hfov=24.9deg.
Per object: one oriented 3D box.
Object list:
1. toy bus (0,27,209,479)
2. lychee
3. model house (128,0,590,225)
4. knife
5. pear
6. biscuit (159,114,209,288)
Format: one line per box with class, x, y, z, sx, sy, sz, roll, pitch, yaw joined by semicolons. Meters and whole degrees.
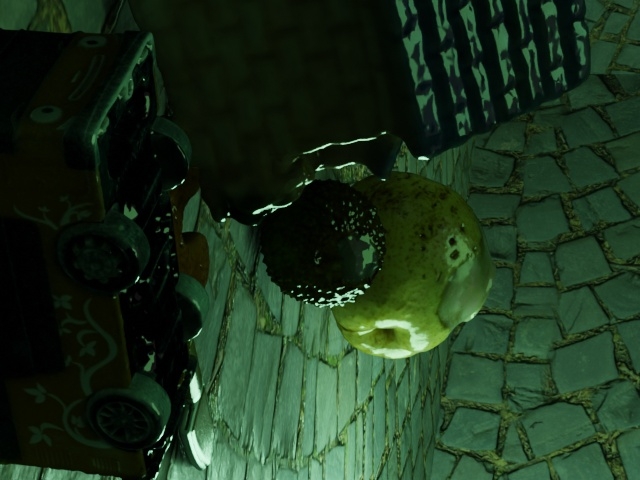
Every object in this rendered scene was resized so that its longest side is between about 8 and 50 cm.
toy bus;-0.169;0.009;0.913;0.138;0.167;0.275;-73;165;-51
lychee;0.000;0.000;1.746;0.171;0.171;0.171;2;90;-78
model house;0.073;-0.286;1.352;0.445;0.400;0.395;-70;147;-59
knife;-0.125;0.157;1.363;0.343;0.027;0.061;90;11;-66
pear;0.114;0.037;2.115;0.271;0.271;0.271;2;90;-78
biscuit;-0.159;0.016;1.242;0.334;0.047;0.202;-63;152;-68
